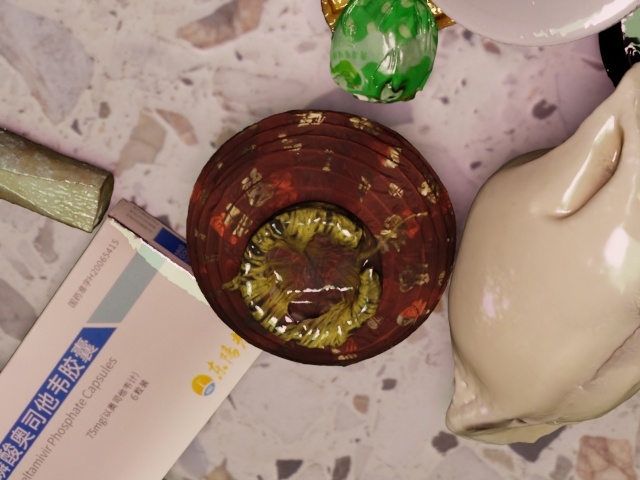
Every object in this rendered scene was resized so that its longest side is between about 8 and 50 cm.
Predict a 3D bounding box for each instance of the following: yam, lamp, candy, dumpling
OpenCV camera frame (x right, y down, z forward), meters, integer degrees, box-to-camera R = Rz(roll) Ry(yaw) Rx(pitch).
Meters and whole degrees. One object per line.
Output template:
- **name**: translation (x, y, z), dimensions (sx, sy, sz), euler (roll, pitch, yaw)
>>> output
- **yam**: translation (-0.285, -0.064, 1.005), dimensions (0.169, 0.068, 0.068), euler (22, 108, -2)
- **lamp**: translation (0.000, 0.000, 0.925), dimensions (0.247, 0.247, 0.247), euler (1, 108, 4)
- **candy**: translation (0.063, -0.273, 0.855), dimensions (0.097, 0.097, 0.323), euler (5, 101, 3)
- **dumpling**: translation (0.268, 0.039, 0.923), dimensions (0.315, 0.233, 0.395), euler (5, 120, -30)

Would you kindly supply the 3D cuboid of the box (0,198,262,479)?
- **box**: translation (-0.217, 0.151, 1.069), dimensions (0.200, 0.065, 0.343), euler (36, 106, -7)

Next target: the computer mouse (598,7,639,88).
- **computer mouse**: translation (0.301, -0.232, 0.896), dimensions (0.137, 0.096, 0.233), euler (1, 110, 12)

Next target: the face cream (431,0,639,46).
- **face cream**: translation (0.173, -0.249, 0.772), dimensions (0.201, 0.187, 0.201), euler (6, 107, 19)

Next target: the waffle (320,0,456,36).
- **waffle**: translation (0.090, -0.266, 0.920), dimensions (0.211, 0.055, 0.160), euler (-21, 106, 11)
